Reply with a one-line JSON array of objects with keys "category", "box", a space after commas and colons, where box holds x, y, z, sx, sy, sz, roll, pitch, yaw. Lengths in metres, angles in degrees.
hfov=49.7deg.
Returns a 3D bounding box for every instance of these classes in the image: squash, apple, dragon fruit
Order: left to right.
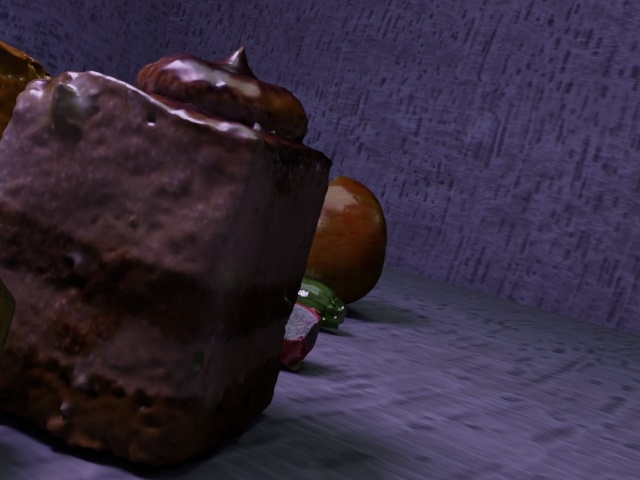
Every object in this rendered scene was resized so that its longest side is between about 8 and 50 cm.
[{"category": "squash", "box": [-0.065, 0.083, 1.060, 0.219, 0.077, 0.068, 15, -37, 14]}, {"category": "dragon fruit", "box": [-0.034, 0.114, 0.779, 0.056, 0.060, 0.083, 21, 32, 18]}, {"category": "apple", "box": [0.000, 0.000, 1.274, 0.226, 0.247, 0.246, 4, 5, -12]}]

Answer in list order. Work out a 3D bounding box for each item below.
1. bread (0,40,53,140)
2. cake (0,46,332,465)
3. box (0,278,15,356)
[{"category": "bread", "box": [-0.442, -0.091, 0.690, 0.357, 0.204, 0.337, -9, -12, 0]}, {"category": "cake", "box": [-0.109, -0.012, 0.514, 0.196, 0.293, 0.198, 19, 4, 18]}, {"category": "box", "box": [-0.213, 0.072, 0.331, 0.121, 0.030, 0.193, -32, 18, -14]}]
